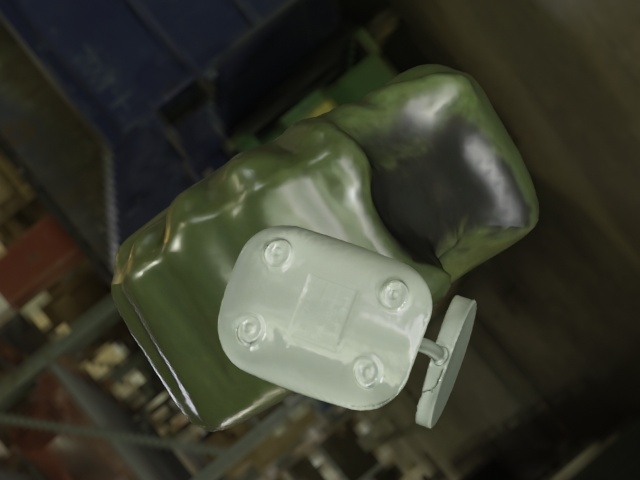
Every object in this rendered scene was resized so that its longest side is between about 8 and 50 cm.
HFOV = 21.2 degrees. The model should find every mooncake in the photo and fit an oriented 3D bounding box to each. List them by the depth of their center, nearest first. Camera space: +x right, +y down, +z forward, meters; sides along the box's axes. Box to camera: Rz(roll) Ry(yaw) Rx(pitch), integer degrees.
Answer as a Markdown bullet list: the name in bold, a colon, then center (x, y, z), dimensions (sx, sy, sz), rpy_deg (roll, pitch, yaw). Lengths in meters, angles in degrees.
- **mooncake**: center (0.000, 0.000, 1.398), dimensions (0.187, 0.351, 0.351), rpy_deg (55, 173, -1)

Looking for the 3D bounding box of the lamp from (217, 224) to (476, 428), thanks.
- **lamp**: center (0.019, 0.031, 0.562), dimensions (0.056, 0.050, 0.198), rpy_deg (16, 176, 13)
